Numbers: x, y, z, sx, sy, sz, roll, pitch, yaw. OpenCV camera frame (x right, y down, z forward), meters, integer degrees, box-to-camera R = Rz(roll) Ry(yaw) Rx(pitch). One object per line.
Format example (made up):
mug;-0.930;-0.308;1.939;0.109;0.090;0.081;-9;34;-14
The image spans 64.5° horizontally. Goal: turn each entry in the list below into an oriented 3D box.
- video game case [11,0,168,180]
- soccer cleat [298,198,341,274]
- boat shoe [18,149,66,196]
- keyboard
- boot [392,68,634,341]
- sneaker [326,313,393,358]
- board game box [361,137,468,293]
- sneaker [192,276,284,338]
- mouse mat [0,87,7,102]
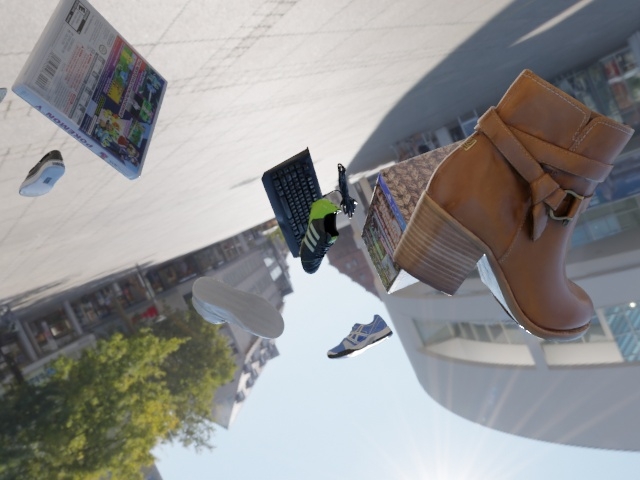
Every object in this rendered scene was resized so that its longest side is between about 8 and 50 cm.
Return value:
video game case;-0.297;-0.211;0.691;0.023;0.201;0.183;-17;142;25
soccer cleat;0.000;0.000;1.077;0.060;0.178;0.072;-13;-147;-43
boat shoe;-0.531;-0.126;0.970;0.142;0.040;0.049;-25;157;31
keyboard;-0.007;-0.085;1.153;0.202;0.033;0.317;-32;145;-10
boot;0.165;-0.014;0.360;0.152;0.197;0.073;-59;-151;20
sneaker;0.111;0.298;1.540;0.211;0.081;0.080;-27;161;3
board game box;0.218;-0.041;0.925;0.232;0.141;0.291;-20;161;-10
sneaker;-0.252;0.215;1.529;0.108;0.293;0.169;-62;-175;-27
mouse mat;-0.488;-0.121;0.657;0.189;0.007;0.152;-48;-161;10
